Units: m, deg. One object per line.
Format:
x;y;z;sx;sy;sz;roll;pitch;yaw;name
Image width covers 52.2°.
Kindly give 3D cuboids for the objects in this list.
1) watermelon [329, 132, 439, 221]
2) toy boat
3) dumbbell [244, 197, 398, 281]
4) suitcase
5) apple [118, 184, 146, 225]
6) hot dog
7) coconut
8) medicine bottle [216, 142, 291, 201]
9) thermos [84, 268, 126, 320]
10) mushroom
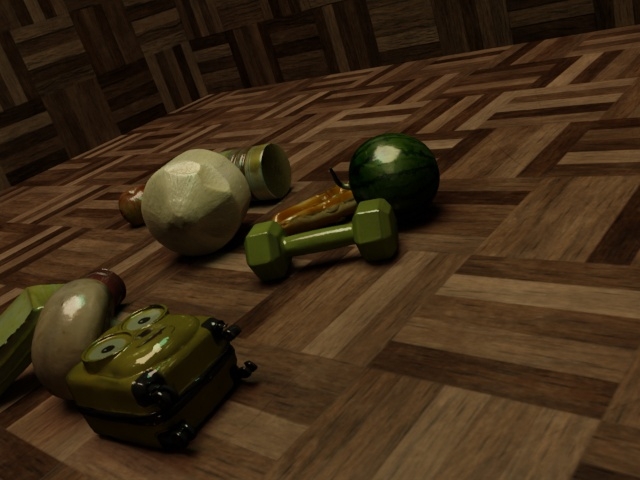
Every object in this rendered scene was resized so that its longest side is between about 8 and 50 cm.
0.141;-0.127;1.369;0.215;0.188;0.188;-16;22;10;watermelon
-0.552;0.175;1.195;0.276;0.084;0.111;-45;41;-5;toy boat
0.000;0.000;1.285;0.302;0.121;0.108;-12;51;17;dumbbell
-0.246;0.194;0.978;0.235;0.143;0.194;-2;27;35;suitcase
-0.537;-0.106;1.947;0.126;0.102;0.126;-19;26;10;apple
0.000;-0.064;1.485;0.269;0.072;0.109;-26;22;-22;hot dog
-0.295;-0.084;1.548;0.237;0.237;0.266;-11;19;18;coconut
-0.254;-0.175;1.824;0.322;0.151;0.151;-5;26;30;medicine bottle
-0.479;0.154;1.322;0.124;0.099;0.232;19;27;-3;thermos
-0.390;0.180;1.112;0.206;0.209;0.206;-44;17;17;mushroom
